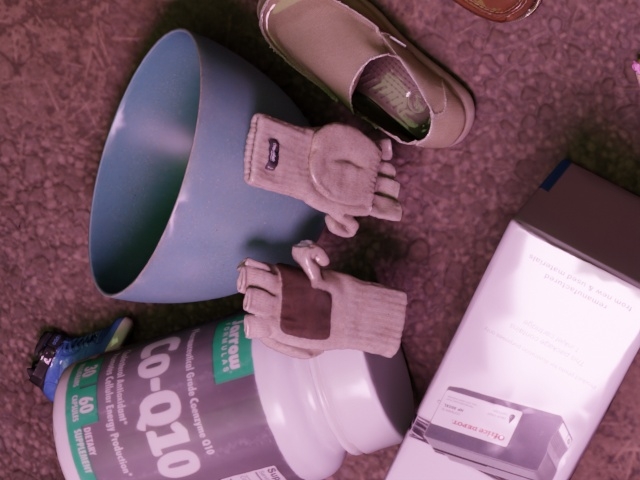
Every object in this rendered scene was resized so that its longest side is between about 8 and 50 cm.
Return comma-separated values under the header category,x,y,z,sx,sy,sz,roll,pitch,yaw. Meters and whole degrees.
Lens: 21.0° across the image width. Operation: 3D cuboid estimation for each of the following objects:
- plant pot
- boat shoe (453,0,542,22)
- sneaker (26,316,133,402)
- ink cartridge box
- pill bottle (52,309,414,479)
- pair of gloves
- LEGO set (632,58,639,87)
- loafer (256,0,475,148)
category,x,y,z,sx,sy,sz,roll,pitch,yaw
plant pot,-0.103,-0.059,1.838,0.195,0.290,0.290,16,113,-25
boat shoe,0.102,-0.337,1.763,0.307,0.104,0.111,46,113,3
sneaker,-0.290,0.129,2.038,0.084,0.058,0.152,39,119,-3
ink cartridge box,0.207,0.148,1.751,0.166,0.285,0.395,28,112,9
pill bottle,-0.093,0.184,1.900,0.361,0.204,0.204,-18,97,16
pair of gloves,0.000,0.000,1.742,0.042,0.204,0.240,-4,83,53
LEGO set,0.383,-0.200,1.725,0.132,0.107,0.287,0,101,-17
loafer,0.043,-0.189,1.826,0.268,0.092,0.102,34,111,8
